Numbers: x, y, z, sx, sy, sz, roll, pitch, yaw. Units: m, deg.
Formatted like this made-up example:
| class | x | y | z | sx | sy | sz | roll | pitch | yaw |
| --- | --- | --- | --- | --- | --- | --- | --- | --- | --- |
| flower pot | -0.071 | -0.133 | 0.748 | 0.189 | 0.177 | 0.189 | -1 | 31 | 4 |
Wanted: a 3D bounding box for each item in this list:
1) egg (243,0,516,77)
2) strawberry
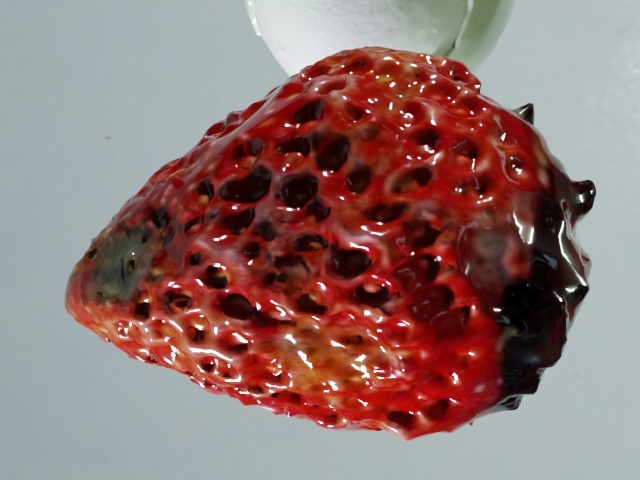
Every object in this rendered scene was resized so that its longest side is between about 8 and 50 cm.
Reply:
| class | x | y | z | sx | sy | sz | roll | pitch | yaw |
| --- | --- | --- | --- | --- | --- | --- | --- | --- | --- |
| egg | 0.055 | -0.267 | 1.482 | 0.278 | 0.278 | 0.336 | 6 | 52 | -4 |
| strawberry | 0.012 | -0.008 | 1.079 | 0.310 | 0.292 | 0.291 | 23 | 92 | -5 |
